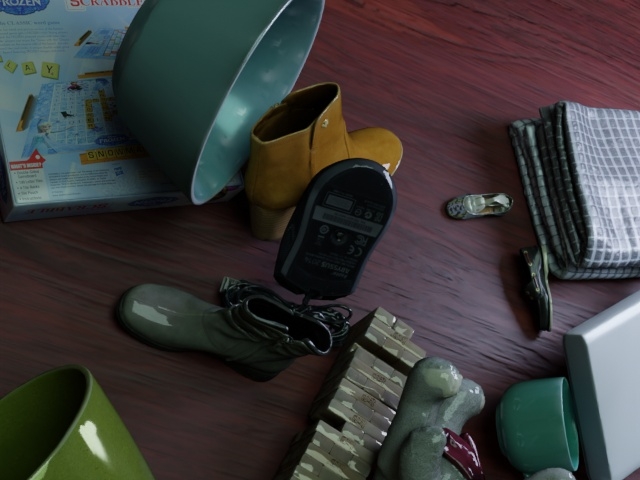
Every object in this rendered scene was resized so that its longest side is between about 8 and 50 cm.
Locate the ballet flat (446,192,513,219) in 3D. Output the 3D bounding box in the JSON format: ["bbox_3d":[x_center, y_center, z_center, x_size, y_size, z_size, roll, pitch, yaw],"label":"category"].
[{"bbox_3d":[0.244,-0.056,1.897,0.114,0.041,0.041,-4,73,-29],"label":"ballet flat"}]

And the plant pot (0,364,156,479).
[{"bbox_3d":[-0.263,0.333,1.359,0.293,0.275,0.275,52,55,-20],"label":"plant pot"}]

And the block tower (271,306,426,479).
[{"bbox_3d":[0.027,0.249,1.623,0.091,0.097,0.335,34,59,-7],"label":"block tower"}]

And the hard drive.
[{"bbox_3d":[0.500,0.188,1.872,0.353,0.047,0.233,-23,105,-39],"label":"hard drive"}]

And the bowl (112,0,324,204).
[{"bbox_3d":[-0.140,-0.218,1.547,0.163,0.311,0.311,32,57,7],"label":"bowl"}]

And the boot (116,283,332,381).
[{"bbox_3d":[-0.117,0.095,1.568,0.247,0.161,0.083,22,61,-19],"label":"boot"}]

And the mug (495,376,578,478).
[{"bbox_3d":[0.299,0.271,1.744,0.129,0.097,0.157,52,35,-58],"label":"mug"}]

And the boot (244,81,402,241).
[{"bbox_3d":[0.018,-0.134,1.695,0.295,0.211,0.104,-34,61,-32],"label":"boot"}]

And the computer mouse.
[{"bbox_3d":[0.000,0.000,1.655,0.189,0.272,0.072,22,21,-21],"label":"computer mouse"}]

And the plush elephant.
[{"bbox_3d":[0.193,0.337,1.571,0.255,0.272,0.330,24,77,20],"label":"plush elephant"}]

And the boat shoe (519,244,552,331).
[{"bbox_3d":[0.325,0.073,1.890,0.042,0.049,0.133,-6,79,-1],"label":"boat shoe"}]

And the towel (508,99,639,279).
[{"bbox_3d":[0.447,-0.083,1.970,0.235,0.121,0.283,-2,71,-30],"label":"towel"}]

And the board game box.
[{"bbox_3d":[-0.285,-0.194,1.648,0.319,0.066,0.318,-6,74,-31],"label":"board game box"}]
